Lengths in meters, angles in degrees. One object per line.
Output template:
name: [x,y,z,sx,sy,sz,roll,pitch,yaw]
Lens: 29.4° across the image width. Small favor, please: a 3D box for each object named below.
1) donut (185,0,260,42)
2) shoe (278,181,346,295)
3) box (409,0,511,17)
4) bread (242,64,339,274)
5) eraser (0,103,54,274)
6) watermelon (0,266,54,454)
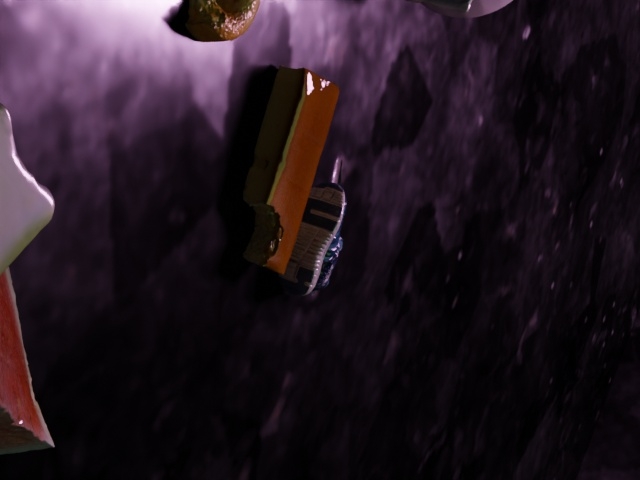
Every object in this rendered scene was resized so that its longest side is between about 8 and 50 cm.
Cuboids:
donut: [-0.093,-0.250,1.218,0.097,0.043,0.108,-36,137,-49]
shoe: [0.000,0.000,1.473,0.071,0.064,0.142,17,91,-60]
box: [0.179,-0.390,1.425,0.291,0.262,0.206,-33,168,7]
bread: [-0.042,-0.079,1.377,0.088,0.049,0.226,20,86,-61]
eraser: [-0.321,-0.009,0.681,0.210,0.274,0.092,-53,146,-34]
watermelon: [-0.300,0.085,0.887,0.256,0.176,0.260,-50,166,-25]
